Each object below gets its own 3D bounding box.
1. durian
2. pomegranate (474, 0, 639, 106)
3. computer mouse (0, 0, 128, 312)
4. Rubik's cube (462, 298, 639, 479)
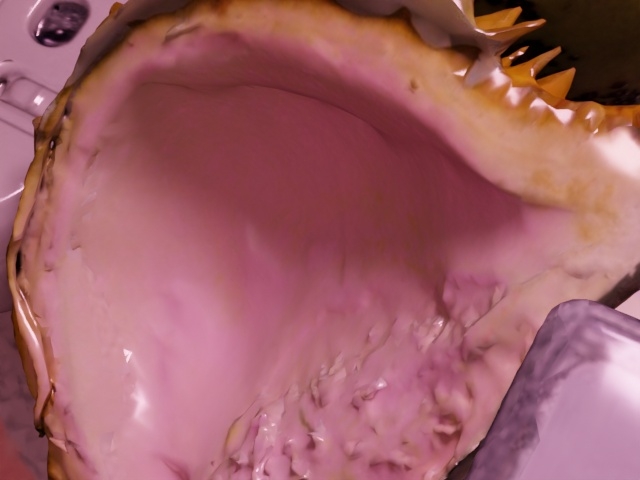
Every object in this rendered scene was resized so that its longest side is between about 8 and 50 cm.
[{"bbox_3d":[-0.014,0.001,0.655,0.196,0.185,0.305,38,125,-2],"label":"durian"},{"bbox_3d":[0.058,-0.121,0.724,0.248,0.214,0.214,-41,70,6],"label":"pomegranate"},{"bbox_3d":[-0.116,-0.091,0.789,0.184,0.121,0.297,21,62,11],"label":"computer mouse"},{"bbox_3d":[0.146,0.235,0.533,0.304,0.301,0.305,23,76,17],"label":"Rubik's cube"}]
